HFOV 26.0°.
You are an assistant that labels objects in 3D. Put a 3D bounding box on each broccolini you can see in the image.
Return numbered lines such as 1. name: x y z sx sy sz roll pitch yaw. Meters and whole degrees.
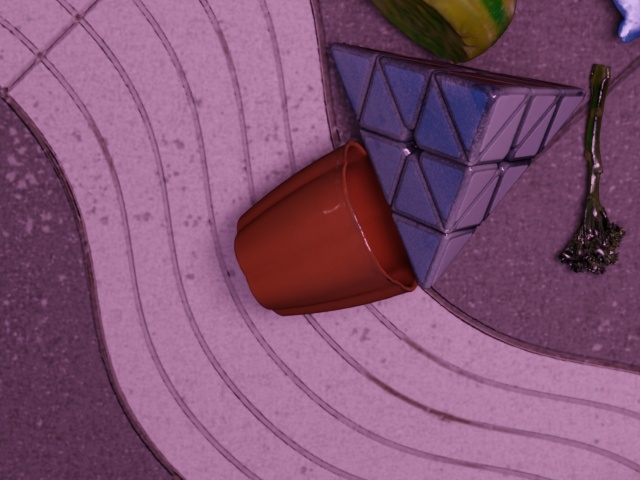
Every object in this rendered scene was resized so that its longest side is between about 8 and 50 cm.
1. broccolini: 0.332 -0.081 1.658 0.071 0.057 0.254 -10 108 -39

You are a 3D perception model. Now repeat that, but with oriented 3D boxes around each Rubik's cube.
1. Rubik's cube: 0.157 -0.128 1.576 0.229 0.233 0.228 -23 129 28

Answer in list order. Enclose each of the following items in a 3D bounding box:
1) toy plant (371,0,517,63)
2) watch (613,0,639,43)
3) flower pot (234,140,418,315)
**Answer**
1. toy plant: 0.195 -0.374 1.568 0.224 0.184 0.316 41 84 -10
2. watch: 0.453 -0.269 1.504 0.241 0.274 0.305 -36 92 8
3. flower pot: 0.000 0.000 1.627 0.173 0.190 0.191 -22 99 19
